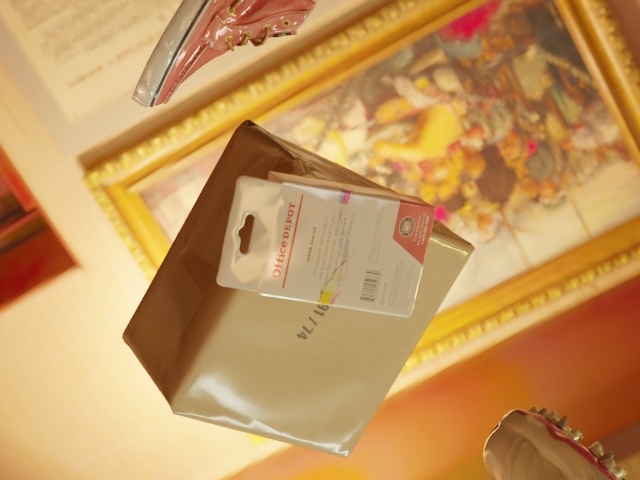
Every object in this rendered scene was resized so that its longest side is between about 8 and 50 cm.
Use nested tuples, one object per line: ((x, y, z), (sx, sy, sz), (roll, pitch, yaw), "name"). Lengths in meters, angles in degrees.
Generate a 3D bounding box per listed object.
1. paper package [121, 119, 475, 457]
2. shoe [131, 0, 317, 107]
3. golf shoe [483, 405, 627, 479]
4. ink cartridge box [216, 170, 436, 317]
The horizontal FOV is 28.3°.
((-0.027, 0.066, 1.535), (0.325, 0.309, 0.168), (-60, -142, 10), "paper package")
((-0.058, -0.155, 0.894), (0.178, 0.081, 0.063), (-56, -168, 13), "shoe")
((0.142, 0.195, 0.691), (0.140, 0.115, 0.306), (-43, -157, 0), "golf shoe")
((0.000, 0.000, 1.234), (0.198, 0.115, 0.067), (10, -170, -15), "ink cartridge box")
